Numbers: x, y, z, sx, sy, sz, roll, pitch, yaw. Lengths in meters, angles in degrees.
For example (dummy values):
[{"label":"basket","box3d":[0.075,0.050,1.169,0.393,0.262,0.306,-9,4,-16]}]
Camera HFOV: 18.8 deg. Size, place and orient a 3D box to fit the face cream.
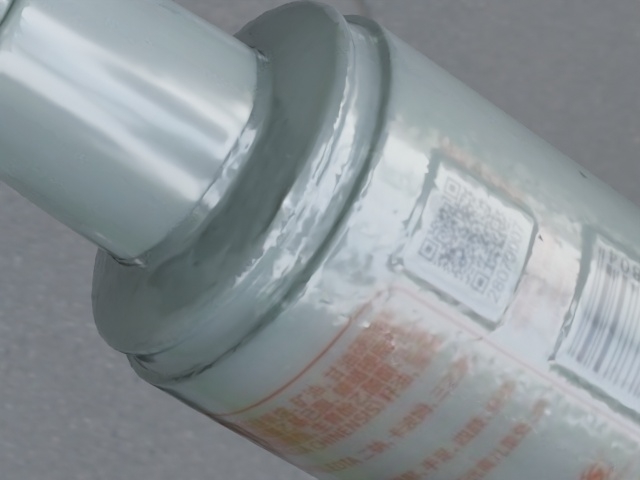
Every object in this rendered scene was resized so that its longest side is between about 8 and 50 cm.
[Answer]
[{"label":"face cream","box3d":[0.000,0.000,0.453,0.252,0.101,0.101,32,75,-26]}]
